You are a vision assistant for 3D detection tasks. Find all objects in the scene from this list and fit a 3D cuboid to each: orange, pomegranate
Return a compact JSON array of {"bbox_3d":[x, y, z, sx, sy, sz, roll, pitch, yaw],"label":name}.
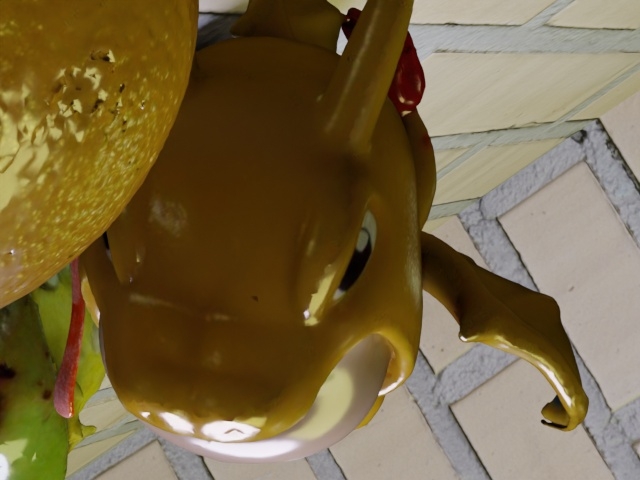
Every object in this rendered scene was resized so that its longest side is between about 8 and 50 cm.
[{"bbox_3d":[-0.183,-0.090,0.794,0.274,0.274,0.274,-30,170,-6],"label":"orange"},{"bbox_3d":[-0.299,0.085,1.445,0.260,0.260,0.340,-25,-167,-31],"label":"pomegranate"}]

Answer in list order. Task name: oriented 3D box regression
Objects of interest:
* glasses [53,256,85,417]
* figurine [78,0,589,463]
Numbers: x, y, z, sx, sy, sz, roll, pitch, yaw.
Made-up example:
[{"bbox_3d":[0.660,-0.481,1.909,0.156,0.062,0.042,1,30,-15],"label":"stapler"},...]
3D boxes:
[{"bbox_3d":[-0.228,0.004,1.160,0.118,0.268,0.234,-14,-172,46],"label":"glasses"},{"bbox_3d":[-0.025,-0.027,1.240,0.268,0.401,0.387,-24,169,5],"label":"figurine"}]
